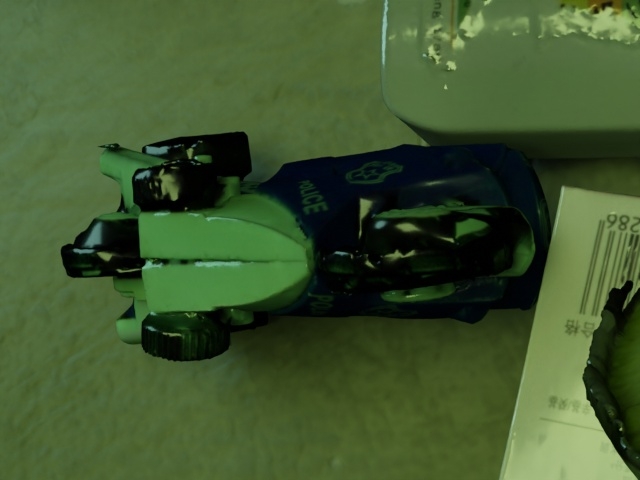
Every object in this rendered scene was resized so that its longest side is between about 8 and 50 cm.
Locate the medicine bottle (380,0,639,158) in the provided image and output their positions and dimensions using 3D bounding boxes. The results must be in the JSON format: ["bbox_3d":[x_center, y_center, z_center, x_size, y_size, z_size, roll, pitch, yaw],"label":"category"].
[{"bbox_3d":[0.186,-0.128,1.103,0.296,0.111,0.161,2,76,25],"label":"medicine bottle"}]

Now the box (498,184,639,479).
[{"bbox_3d":[0.245,0.097,1.025,0.274,0.116,0.203,9,82,26],"label":"box"}]

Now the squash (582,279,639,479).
[{"bbox_3d":[0.220,0.036,0.810,0.233,0.309,0.210,-20,71,19],"label":"squash"}]

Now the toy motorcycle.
[{"bbox_3d":[0.000,0.000,1.119,0.331,0.196,0.125,0,97,47],"label":"toy motorcycle"}]
